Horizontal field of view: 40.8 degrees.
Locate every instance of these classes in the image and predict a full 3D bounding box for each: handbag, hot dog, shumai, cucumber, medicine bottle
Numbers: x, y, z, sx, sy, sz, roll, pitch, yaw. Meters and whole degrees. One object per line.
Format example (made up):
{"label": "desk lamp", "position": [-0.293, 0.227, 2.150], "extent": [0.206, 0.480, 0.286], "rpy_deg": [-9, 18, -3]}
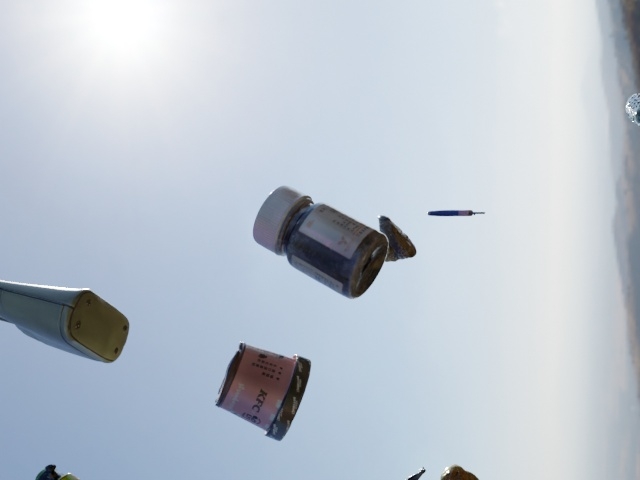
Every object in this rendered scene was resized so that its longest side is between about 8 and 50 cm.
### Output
{"label": "handbag", "position": [-0.540, 0.136, 1.655], "extent": [0.109, 0.315, 0.241], "rpy_deg": [-68, -27, -21]}
{"label": "hot dog", "position": [0.387, 0.615, 1.933], "extent": [0.061, 0.286, 0.088], "rpy_deg": [-46, 2, 29]}
{"label": "shumai", "position": [0.191, 0.006, 2.293], "extent": [0.105, 0.139, 0.123], "rpy_deg": [-60, -37, -5]}
{"label": "cucumber", "position": [0.690, -0.275, 1.831], "extent": [0.227, 0.069, 0.069], "rpy_deg": [-51, -40, -69]}
{"label": "medicine bottle", "position": [0.000, 0.000, 1.900], "extent": [0.165, 0.273, 0.165], "rpy_deg": [-48, -23, -29]}

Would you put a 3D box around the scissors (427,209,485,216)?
{"label": "scissors", "position": [0.263, -0.053, 1.653], "extent": [0.039, 0.113, 0.012], "rpy_deg": [-7, -84, -58]}

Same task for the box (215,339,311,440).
{"label": "box", "position": [-0.103, 0.252, 1.490], "extent": [0.151, 0.135, 0.151], "rpy_deg": [-156, 90, -84]}

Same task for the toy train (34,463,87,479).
{"label": "toy train", "position": [-0.432, 0.519, 1.607], "extent": [0.100, 0.296, 0.161], "rpy_deg": [-34, -48, -45]}

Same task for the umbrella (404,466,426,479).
{"label": "umbrella", "position": [0.178, 0.457, 1.641], "extent": [0.020, 0.031, 0.083], "rpy_deg": [-100, 32, -47]}
